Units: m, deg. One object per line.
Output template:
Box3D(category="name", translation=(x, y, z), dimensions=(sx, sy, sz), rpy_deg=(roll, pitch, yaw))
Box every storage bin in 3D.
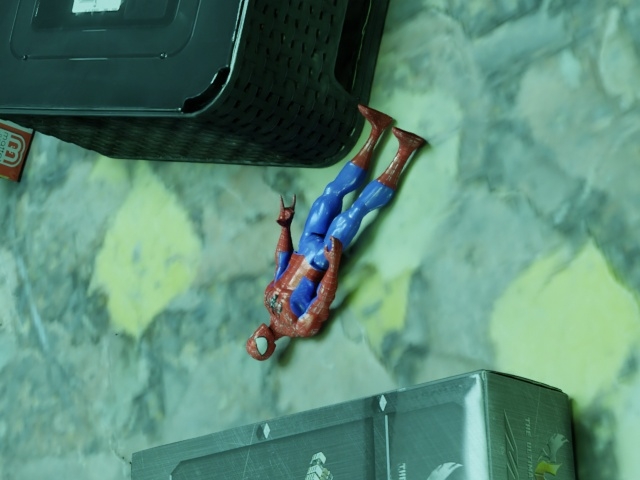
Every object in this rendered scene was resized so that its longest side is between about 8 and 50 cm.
Box3D(category="storage bin", translation=(-0.065, -0.103, 0.786), dimensions=(0.180, 0.084, 0.122), rpy_deg=(5, 80, 42))

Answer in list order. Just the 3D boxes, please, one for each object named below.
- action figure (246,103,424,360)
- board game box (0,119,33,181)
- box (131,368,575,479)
Box3D(category="action figure", translation=(0.000, 0.000, 0.733), dimensions=(0.038, 0.030, 0.115), rpy_deg=(36, 103, 38))
Box3D(category="board game box", translation=(-0.214, -0.120, 0.953), dimensions=(0.193, 0.045, 0.146), rpy_deg=(16, 87, 44))
Box3D(category="box", translation=(0.010, 0.177, 0.646), dimensions=(0.183, 0.056, 0.231), rpy_deg=(-18, 65, 37))
